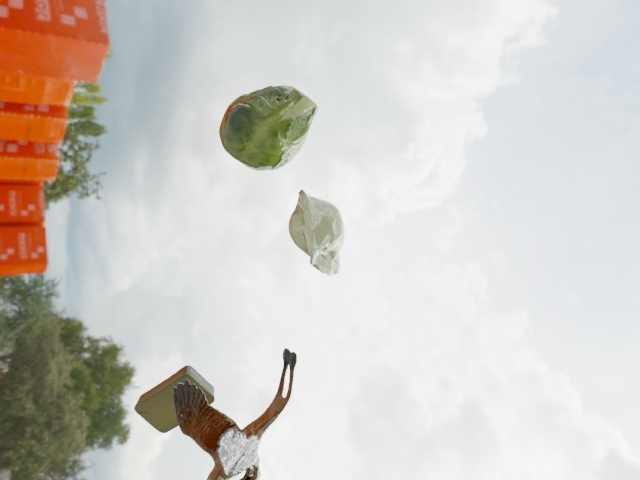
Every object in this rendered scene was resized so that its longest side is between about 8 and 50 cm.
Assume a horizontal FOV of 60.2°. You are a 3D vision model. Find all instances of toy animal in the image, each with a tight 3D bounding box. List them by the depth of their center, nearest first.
[{"bbox_3d":[-0.169,0.442,1.300,0.225,0.284,0.302,18,-60,45],"label":"toy animal"}]

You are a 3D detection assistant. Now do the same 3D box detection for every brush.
[{"bbox_3d":[-0.395,0.434,1.509,0.197,0.123,0.059,-34,-159,11],"label":"brush"}]

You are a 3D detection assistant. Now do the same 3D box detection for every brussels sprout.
[{"bbox_3d":[-0.138,-0.311,1.500,0.271,0.210,0.219,-37,-147,8],"label":"brussels sprout"}]

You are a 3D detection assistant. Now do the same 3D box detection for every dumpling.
[{"bbox_3d":[0.000,0.000,1.323,0.252,0.132,0.179,61,14,-55],"label":"dumpling"}]
